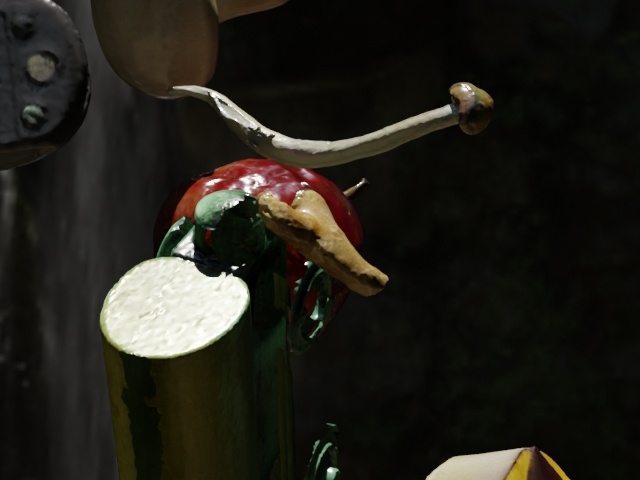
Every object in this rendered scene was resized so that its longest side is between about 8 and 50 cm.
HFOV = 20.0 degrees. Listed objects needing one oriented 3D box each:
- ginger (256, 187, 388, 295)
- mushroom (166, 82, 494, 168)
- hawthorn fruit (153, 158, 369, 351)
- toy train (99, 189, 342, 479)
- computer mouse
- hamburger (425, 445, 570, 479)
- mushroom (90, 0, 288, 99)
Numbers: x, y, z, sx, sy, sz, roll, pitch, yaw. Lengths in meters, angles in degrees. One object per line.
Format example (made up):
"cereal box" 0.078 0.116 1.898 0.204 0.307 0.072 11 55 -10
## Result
"ginger" -0.001 0.000 1.117 0.097 0.048 0.030 36 -59 -10
"mushroom" -0.001 -0.096 1.498 0.306 0.068 0.043 1 -33 29
"hawthorn fruit" -0.047 0.004 1.967 0.266 0.210 0.230 -27 14 -34
"toy train" -0.060 0.119 1.188 0.126 0.189 0.307 9 -51 12
"computer mouse" -0.356 -0.148 1.800 0.269 0.170 0.100 -6 -11 2
"hamburger" 0.154 0.295 1.515 0.151 0.227 0.295 -33 0 25
"mushroom" -0.143 -0.264 1.992 0.215 0.207 0.207 -15 -18 -10
